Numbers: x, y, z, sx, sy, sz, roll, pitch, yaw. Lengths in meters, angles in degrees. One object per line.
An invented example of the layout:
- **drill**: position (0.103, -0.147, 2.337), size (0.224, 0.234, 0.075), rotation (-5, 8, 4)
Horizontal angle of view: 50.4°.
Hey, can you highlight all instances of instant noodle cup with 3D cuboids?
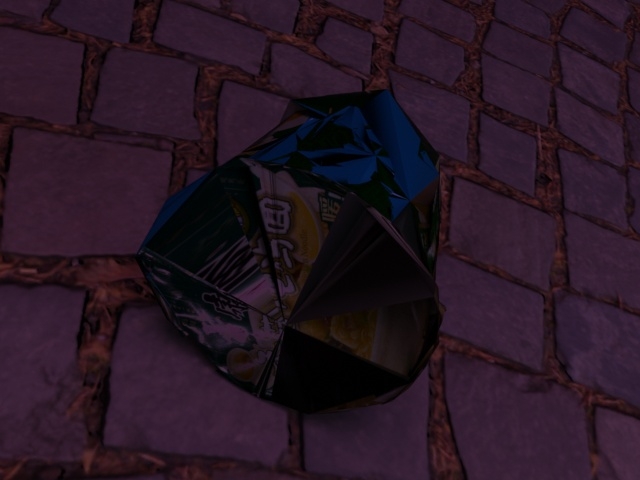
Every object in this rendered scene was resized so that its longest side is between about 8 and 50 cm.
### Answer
- **instant noodle cup**: position (0.000, 0.000, 0.572), size (0.240, 0.240, 0.178), rotation (26, 38, 1)
